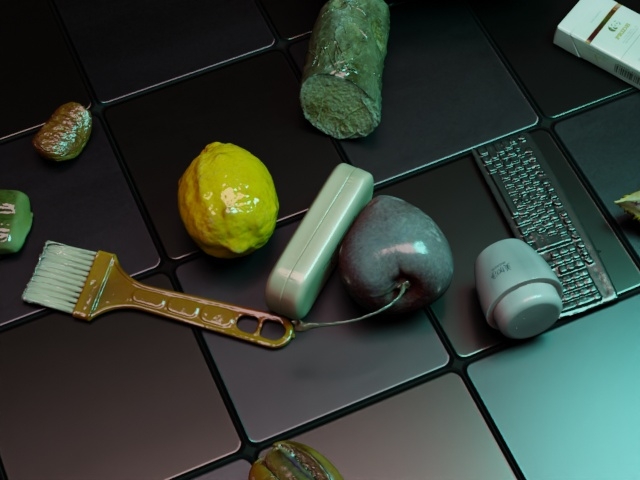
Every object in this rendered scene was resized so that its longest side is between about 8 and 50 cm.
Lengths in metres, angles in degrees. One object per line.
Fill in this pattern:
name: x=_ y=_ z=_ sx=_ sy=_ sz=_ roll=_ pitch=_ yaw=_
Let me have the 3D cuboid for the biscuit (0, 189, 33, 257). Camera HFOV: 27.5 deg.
biscuit: x=-0.501 y=-0.025 z=1.531 sx=0.322 sy=0.038 sz=0.099 roll=2 pitch=56 yaw=2

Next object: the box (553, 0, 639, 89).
box: x=0.384 y=-0.252 z=1.661 sx=0.154 sy=0.040 sz=0.084 roll=33 pitch=67 yaw=19

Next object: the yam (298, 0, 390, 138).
yam: x=0.032 y=-0.225 z=1.615 sx=0.107 sy=0.107 sz=0.183 roll=7 pitch=56 yaw=5

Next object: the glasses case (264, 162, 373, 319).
glasses case: x=0.000 y=0.000 z=1.485 sx=0.050 sy=0.083 sz=0.196 roll=23 pitch=63 yaw=15

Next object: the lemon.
lemon: x=-0.107 y=-0.048 z=1.498 sx=0.114 sy=0.114 sz=0.155 roll=-12 pitch=53 yaw=-7

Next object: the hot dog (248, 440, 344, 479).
hot dog: x=-0.014 y=0.267 z=1.337 sx=0.090 sy=0.060 sz=0.140 roll=-32 pitch=67 yaw=-12

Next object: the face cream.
face cream: x=0.217 y=0.053 z=1.448 sx=0.091 sy=0.091 sz=0.095 roll=-16 pitch=52 yaw=-9

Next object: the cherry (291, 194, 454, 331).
cherry: x=0.052 y=0.021 z=1.457 sx=0.188 sy=0.115 sz=0.148 roll=-11 pitch=78 yaw=0

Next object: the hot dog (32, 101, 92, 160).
hot dog: x=-0.315 y=-0.131 z=1.594 sx=0.058 sy=0.035 sz=0.083 roll=25 pitch=62 yaw=15

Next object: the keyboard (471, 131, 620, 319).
keyboard: x=0.264 y=-0.023 z=1.536 sx=0.087 sy=0.017 sz=0.250 roll=-18 pitch=60 yaw=-8

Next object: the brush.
brush: x=-0.180 y=0.070 z=1.485 sx=0.314 sy=0.017 sz=0.090 roll=13 pitch=62 yaw=8

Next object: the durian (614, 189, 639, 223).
durian: x=0.453 y=-0.068 z=1.482 sx=0.132 sy=0.182 sz=0.165 roll=8 pitch=29 yaw=-49
